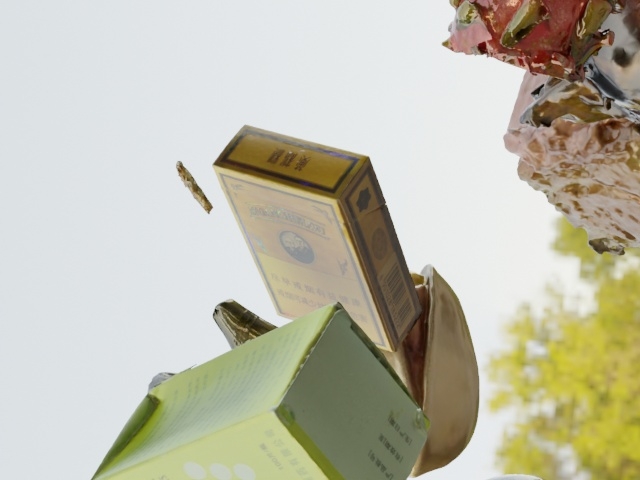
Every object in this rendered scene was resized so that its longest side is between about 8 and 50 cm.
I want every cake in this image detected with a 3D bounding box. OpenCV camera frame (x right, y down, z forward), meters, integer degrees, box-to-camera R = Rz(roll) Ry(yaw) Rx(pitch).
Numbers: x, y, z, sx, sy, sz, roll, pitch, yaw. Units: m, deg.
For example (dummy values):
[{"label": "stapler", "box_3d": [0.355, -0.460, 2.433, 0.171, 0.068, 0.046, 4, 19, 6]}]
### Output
[{"label": "cake", "box_3d": [0.460, -0.184, 2.413, 0.293, 0.314, 0.306, 37, -115, -25]}]

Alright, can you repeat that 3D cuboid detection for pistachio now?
[{"label": "pistachio", "box_3d": [0.114, 0.182, 2.410, 0.230, 0.230, 0.308, 35, -131, -62]}]

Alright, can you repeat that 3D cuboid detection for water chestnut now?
[{"label": "water chestnut", "box_3d": [0.371, -0.227, 1.920, 0.347, 0.335, 0.335, -39, -29, 5]}]

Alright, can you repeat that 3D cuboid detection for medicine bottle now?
[{"label": "medicine bottle", "box_3d": [-0.051, 0.176, 1.400, 0.137, 0.250, 0.141, 48, -138, -17]}]

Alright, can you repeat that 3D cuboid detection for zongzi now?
[{"label": "zongzi", "box_3d": [-0.085, 0.109, 1.780, 0.040, 0.076, 0.083, -31, -31, -56]}]

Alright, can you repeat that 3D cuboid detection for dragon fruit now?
[{"label": "dragon fruit", "box_3d": [0.208, -0.212, 1.541, 0.150, 0.208, 0.133, 54, -161, -17]}]

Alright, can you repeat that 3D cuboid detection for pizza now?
[{"label": "pizza", "box_3d": [-0.168, -0.070, 2.291, 0.016, 0.037, 0.083, -36, -81, -14]}]

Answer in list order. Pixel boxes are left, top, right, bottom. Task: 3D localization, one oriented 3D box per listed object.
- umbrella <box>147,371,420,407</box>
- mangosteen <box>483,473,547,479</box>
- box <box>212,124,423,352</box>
[{"label": "umbrella", "box_3d": [-0.045, 0.207, 2.130, 0.067, 0.337, 0.073, -87, 0, -48]}, {"label": "mangosteen", "box_3d": [0.306, 0.466, 2.450, 0.297, 0.313, 0.297, 61, -176, -8]}, {"label": "box", "box_3d": [0.000, 0.000, 2.186, 0.084, 0.193, 0.301, -56, -36, -29]}]
